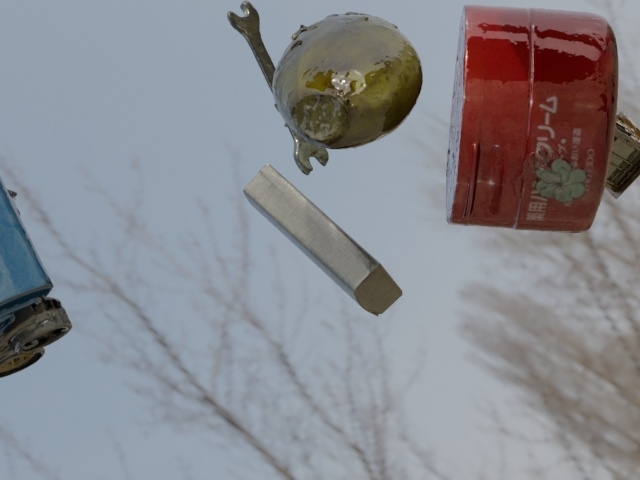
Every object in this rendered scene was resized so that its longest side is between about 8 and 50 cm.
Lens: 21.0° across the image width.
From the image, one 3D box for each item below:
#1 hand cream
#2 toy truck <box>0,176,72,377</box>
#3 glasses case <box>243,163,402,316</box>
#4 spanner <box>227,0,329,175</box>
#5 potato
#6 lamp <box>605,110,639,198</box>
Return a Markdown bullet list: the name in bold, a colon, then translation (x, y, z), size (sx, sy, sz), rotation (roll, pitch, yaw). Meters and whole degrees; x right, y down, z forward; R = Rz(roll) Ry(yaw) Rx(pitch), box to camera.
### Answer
- **hand cream**: translation (0.202, -0.118, 1.689), size (0.230, 0.149, 0.230), rotation (-177, 90, -89)
- **toy truck**: translation (-0.352, 0.074, 1.542), size (0.175, 0.146, 0.367), rotation (-16, -19, -38)
- **glasses case**: translation (0.000, 0.000, 1.847), size (0.047, 0.205, 0.071), rotation (-46, -37, -3)
- **spanner**: translation (-0.056, -0.199, 2.230), size (0.054, 0.254, 0.015), rotation (-14, -17, -39)
- **potato**: translation (0.025, -0.159, 1.694), size (0.251, 0.149, 0.113), rotation (-93, -15, -74)
- **lamp**: translation (0.301, -0.141, 2.127), size (0.089, 0.090, 0.325), rotation (-49, -35, 17)
